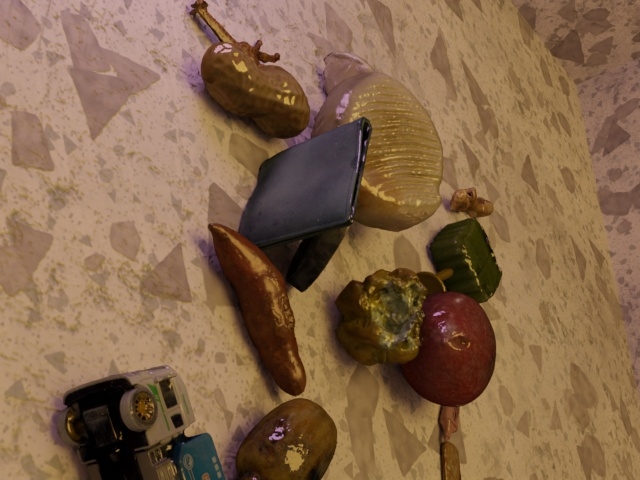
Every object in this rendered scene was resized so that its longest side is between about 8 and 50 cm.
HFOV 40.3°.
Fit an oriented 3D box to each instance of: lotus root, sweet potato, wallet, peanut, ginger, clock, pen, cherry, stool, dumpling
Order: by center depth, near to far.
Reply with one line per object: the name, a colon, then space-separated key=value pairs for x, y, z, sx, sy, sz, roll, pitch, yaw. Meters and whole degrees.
lotus root: x=-0.067 y=0.371 z=1.453 sx=0.278 sy=0.154 sz=0.154 roll=-36 pitch=103 yaw=-53
sweet potato: x=-0.102 y=0.114 z=1.592 sx=0.355 sy=0.095 sz=0.106 roll=65 pitch=27 yaw=-8
wallet: x=-0.026 y=-0.108 z=1.693 sx=0.054 sy=0.251 sz=0.290 roll=52 pitch=34 yaw=-32
clock: x=0.000 y=0.000 z=1.711 sx=0.042 sy=0.215 sz=0.215 roll=31 pitch=41 yaw=-8
peanut: x=-0.129 y=-0.305 z=1.767 sx=0.298 sy=0.120 sz=0.136 roll=24 pitch=71 yaw=-48
cherry: x=0.280 y=0.242 z=1.957 sx=0.307 sy=0.221 sz=0.261 roll=31 pitch=56 yaw=-71
pen: x=0.315 y=0.412 z=2.109 sx=0.053 sy=0.032 sz=0.197 roll=53 pitch=34 yaw=-25
dumpling: x=0.086 y=-0.374 z=2.133 sx=0.118 sy=0.136 sz=0.199 roll=-67 pitch=139 yaw=-57
stool: x=0.276 y=0.129 z=2.144 sx=0.110 sy=0.135 sz=0.134 roll=2 pitch=115 yaw=-59
ginger: x=0.450 y=-0.115 z=2.590 sx=0.288 sy=0.075 sz=0.089 roll=4 pitch=110 yaw=-58

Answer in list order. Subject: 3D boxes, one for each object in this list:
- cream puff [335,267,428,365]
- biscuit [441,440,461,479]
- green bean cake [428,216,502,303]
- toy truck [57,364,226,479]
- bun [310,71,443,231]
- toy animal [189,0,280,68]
cream puff: x=0.118 y=0.158 z=1.836 sx=0.194 sy=0.194 sz=0.221 roll=37 pitch=55 yaw=-41
biscuit: x=0.305 y=0.540 z=2.031 sx=0.071 sy=0.018 sz=0.147 roll=33 pitch=47 yaw=-40
green bean cake: x=0.397 y=0.061 z=2.364 sx=0.214 sy=0.113 sz=0.200 roll=63 pitch=31 yaw=-11
toy truck: x=-0.227 y=0.357 z=1.215 sx=0.175 sy=0.146 sz=0.367 roll=-15 pitch=88 yaw=-66
bun: x=0.114 y=-0.193 z=1.986 sx=0.365 sy=0.219 sz=0.365 roll=13 pitch=69 yaw=-37
toy animal: x=-0.170 y=-0.406 z=1.838 sx=0.275 sy=0.054 sz=0.149 roll=22 pitch=52 yaw=-49
